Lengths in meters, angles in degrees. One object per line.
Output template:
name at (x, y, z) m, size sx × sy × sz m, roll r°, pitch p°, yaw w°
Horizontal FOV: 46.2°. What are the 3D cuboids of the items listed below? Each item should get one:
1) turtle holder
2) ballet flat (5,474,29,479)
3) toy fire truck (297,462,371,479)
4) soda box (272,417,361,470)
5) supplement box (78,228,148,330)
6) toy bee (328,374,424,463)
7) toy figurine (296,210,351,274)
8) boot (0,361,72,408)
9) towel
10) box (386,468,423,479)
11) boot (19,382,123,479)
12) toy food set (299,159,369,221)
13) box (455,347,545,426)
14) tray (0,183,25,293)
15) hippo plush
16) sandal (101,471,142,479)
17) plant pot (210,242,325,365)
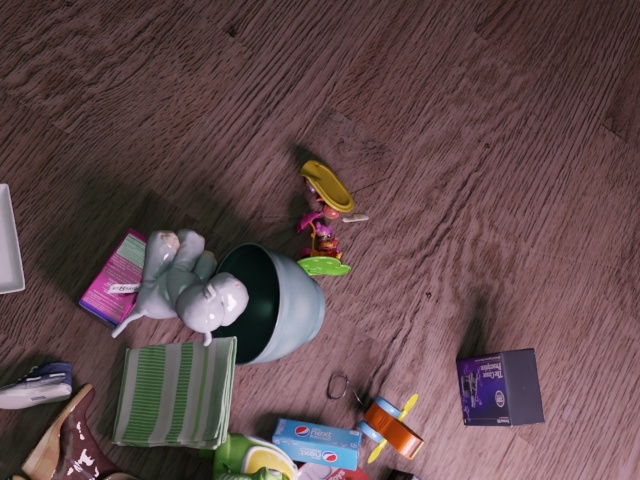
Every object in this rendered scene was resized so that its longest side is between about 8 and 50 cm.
turtle holder at (-0.167, 0.538, 1.696) m, size 0.227 × 0.320 × 0.243 m, roll 8°, pitch 42°, yaw -8°
ballet flat at (-0.698, 0.640, 1.658) m, size 0.073 × 0.080 × 0.232 m, roll 25°, pitch 72°, yaw -24°
toy fire truck at (0.004, 0.663, 1.816) m, size 0.302 × 0.169 × 0.254 m, roll -36°, pitch 62°, yaw -19°
soda box at (-0.009, 0.497, 1.832) m, size 0.210 × 0.071 × 0.067 m, roll 7°, pitch 32°, yaw 10°
supplement box at (-0.479, 0.098, 1.828) m, size 0.114 × 0.111 × 0.220 m, roll 34°, pitch 70°, yaw -5°
toy bee at (0.173, 0.448, 1.888) m, size 0.195 × 0.298 × 0.162 m, roll -40°, pitch 133°, yaw 13°
toy figurine at (0.000, 0.000, 1.994) m, size 0.173 × 0.130 × 0.159 m, roll 12°, pitch 63°, yaw -35°
boot at (-0.674, 0.336, 1.750) m, size 0.190 × 0.069 × 0.086 m, roll -5°, pitch 49°, yaw -7°
towel at (-0.340, 0.352, 1.721) m, size 0.038 × 0.325 × 0.248 m, roll 33°, pitch 54°, yaw -51°
box at (0.244, 0.655, 1.866) m, size 0.156 × 0.158 × 0.093 m, roll 36°, pitch 71°, yaw -5°
boot at (-0.546, 0.483, 1.748) m, size 0.207 × 0.090 × 0.248 m, roll 39°, pitch 67°, yaw -17°
toy food set at (0.017, -0.114, 2.028) m, size 0.218 × 0.071 × 0.128 m, roll 53°, pitch 33°, yaw 12°
box at (0.458, 0.384, 1.936) m, size 0.103 × 0.261 × 0.184 m, roll -4°, pitch 78°, yaw -16°
tray at (-0.805, 0.003, 1.804) m, size 0.145 × 0.030 × 0.270 m, roll -10°, pitch 80°, yaw -18°
hippo plush at (-0.302, 0.103, 1.732) m, size 0.294 × 0.236 × 0.234 m, roll -17°, pitch 113°, yaw -46°
sandal at (-0.428, 0.588, 1.735) m, size 0.180 × 0.049 × 0.072 m, roll 30°, pitch 72°, yaw -24°
plant pot at (-0.115, 0.162, 1.846) m, size 0.196 × 0.293 × 0.293 m, roll 10°, pitch 72°, yaw -41°
